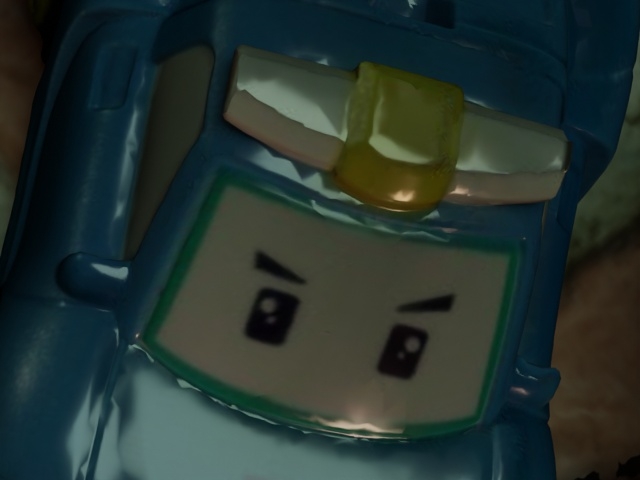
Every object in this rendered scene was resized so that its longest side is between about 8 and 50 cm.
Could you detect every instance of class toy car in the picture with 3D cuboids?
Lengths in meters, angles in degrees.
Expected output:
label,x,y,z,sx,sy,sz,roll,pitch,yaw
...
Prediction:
label,x,y,z,sx,sy,sz,roll,pitch,yaw
toy car,0.000,0.000,0.568,0.198,0.166,0.314,15,72,-12
